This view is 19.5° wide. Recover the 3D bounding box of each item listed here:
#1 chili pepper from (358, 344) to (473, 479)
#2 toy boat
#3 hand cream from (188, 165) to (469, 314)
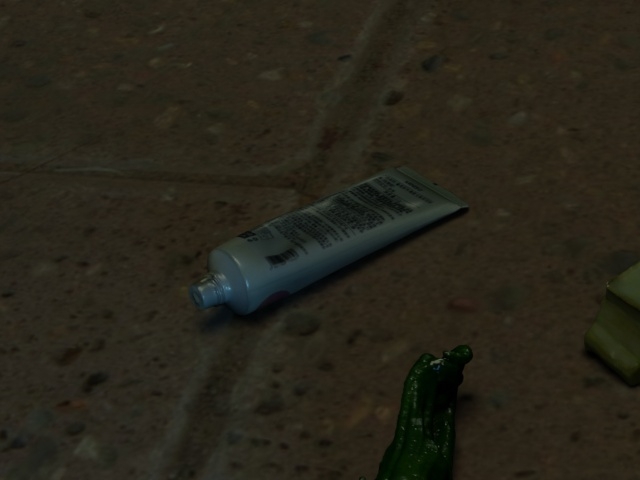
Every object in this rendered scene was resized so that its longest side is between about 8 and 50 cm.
[{"bbox_3d":[0.093,0.189,1.738,0.074,0.100,0.257,5,36,11],"label":"chili pepper"},{"bbox_3d":[0.391,0.040,1.879,0.276,0.084,0.111,-27,38,-19],"label":"toy boat"},{"bbox_3d":[0.000,0.000,2.057,0.340,0.078,0.124,-24,37,-30],"label":"hand cream"}]
